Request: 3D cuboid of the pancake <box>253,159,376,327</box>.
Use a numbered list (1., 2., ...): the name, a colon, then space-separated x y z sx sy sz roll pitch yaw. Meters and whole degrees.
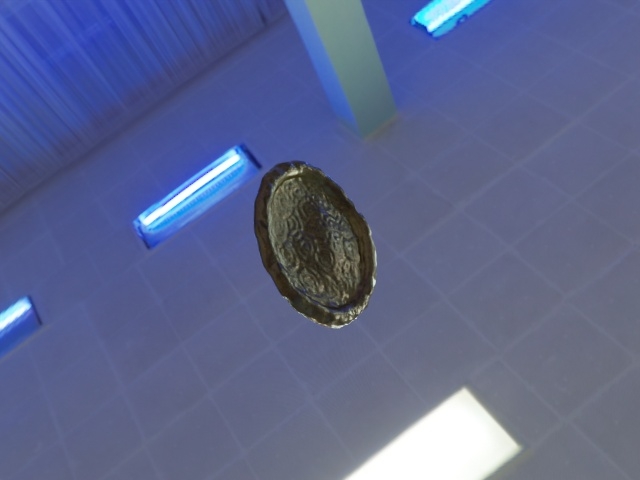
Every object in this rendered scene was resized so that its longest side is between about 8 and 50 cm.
1. pancake: -0.001 0.001 0.752 0.021 0.199 0.199 -28 -136 39
